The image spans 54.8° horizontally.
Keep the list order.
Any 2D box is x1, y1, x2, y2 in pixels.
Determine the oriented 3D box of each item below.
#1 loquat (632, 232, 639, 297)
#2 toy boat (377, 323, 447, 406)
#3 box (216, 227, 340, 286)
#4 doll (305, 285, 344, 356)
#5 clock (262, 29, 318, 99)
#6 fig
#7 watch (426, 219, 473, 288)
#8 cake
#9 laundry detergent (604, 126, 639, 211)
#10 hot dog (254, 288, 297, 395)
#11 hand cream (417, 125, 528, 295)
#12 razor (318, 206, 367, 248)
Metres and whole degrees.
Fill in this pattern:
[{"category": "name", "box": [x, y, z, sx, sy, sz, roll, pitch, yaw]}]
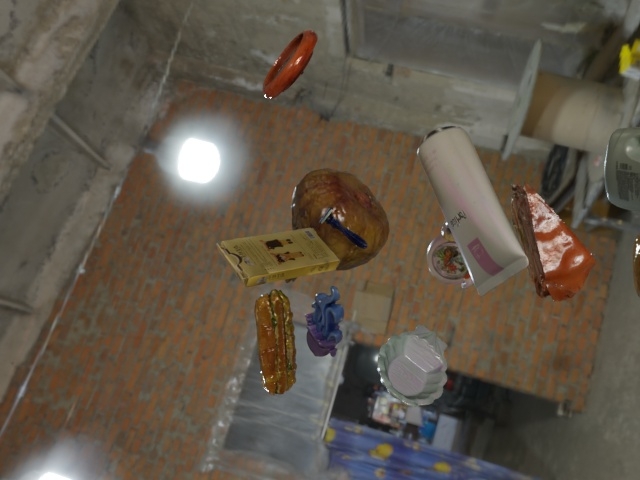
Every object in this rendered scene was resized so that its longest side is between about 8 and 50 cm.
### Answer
[{"category": "loquat", "box": [0.847, 0.066, 1.400, 0.284, 0.275, 0.276, 30, -106, -77]}, {"category": "toy boat", "box": [0.246, 0.350, 1.687, 0.290, 0.199, 0.100, -40, -13, -47]}, {"category": "box", "box": [-0.052, 0.020, 0.781, 0.149, 0.073, 0.020, -8, -47, -37]}, {"category": "doll", "box": [0.010, 0.170, 1.255, 0.110, 0.067, 0.206, 57, 146, 35]}, {"category": "clock", "box": [-0.076, -0.447, 1.577, 0.205, 0.051, 0.205, -43, 26, 27]}, {"category": "fig", "box": [0.000, 0.000, 1.674, 0.369, 0.286, 0.286, -49, 2, 25]}, {"category": "watch", "box": [0.423, 0.006, 1.763, 0.231, 0.196, 0.244, -28, -53, -64]}, {"category": "cake", "box": [0.504, -0.008, 1.369, 0.098, 0.135, 0.287, 52, -162, -75]}, {"category": "laundry detergent", "box": [1.033, -0.191, 1.807, 0.398, 0.124, 0.264, 29, 133, 60]}, {"category": "hot dog", "box": [-0.110, 0.252, 1.522, 0.115, 0.072, 0.269, -15, -75, -41]}, {"category": "hand cream", "box": [0.318, -0.072, 1.326, 0.185, 0.118, 0.359, -53, 51, 57]}, {"category": "razor", "box": [0.056, -0.025, 1.443, 0.044, 0.154, 0.028, -54, 35, 0]}]
